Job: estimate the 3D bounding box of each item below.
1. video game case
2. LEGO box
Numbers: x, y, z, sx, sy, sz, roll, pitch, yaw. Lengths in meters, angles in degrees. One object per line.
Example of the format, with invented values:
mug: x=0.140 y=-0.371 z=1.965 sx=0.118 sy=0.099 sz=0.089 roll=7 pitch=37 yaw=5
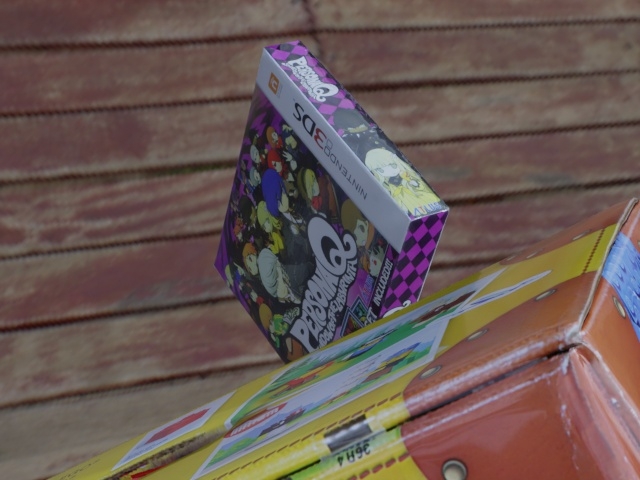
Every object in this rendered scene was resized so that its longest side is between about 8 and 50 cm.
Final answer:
video game case: x=0.000 y=0.000 z=1.204 sx=0.042 sy=0.232 sz=0.210 roll=-14 pitch=49 yaw=-31
LEGO box: x=-0.020 y=0.267 z=0.633 sx=0.372 sy=0.500 sz=0.193 roll=62 pitch=21 yaw=-4
